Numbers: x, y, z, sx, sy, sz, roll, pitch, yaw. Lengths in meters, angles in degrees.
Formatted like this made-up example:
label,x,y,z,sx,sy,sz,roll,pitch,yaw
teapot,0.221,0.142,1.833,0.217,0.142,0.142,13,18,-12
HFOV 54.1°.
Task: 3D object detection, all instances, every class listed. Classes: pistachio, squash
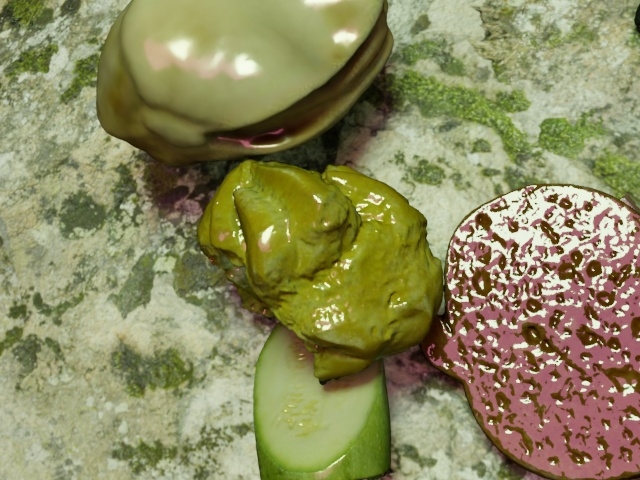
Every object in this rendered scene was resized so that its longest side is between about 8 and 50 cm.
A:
label,x,y,z,sx,sy,sz,roll,pitch,yaw
pistachio,-0.105,-0.264,0.877,0.445,0.281,0.365,-30,53,-4
squash,-0.004,0.188,0.844,0.189,0.189,0.260,-9,75,12

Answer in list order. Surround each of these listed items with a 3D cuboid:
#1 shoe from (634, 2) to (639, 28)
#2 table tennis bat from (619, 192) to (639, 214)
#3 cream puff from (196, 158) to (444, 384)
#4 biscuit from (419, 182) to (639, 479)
label,x,y,z,sx,sy,sz,roll,pitch,yaw
shoe,0.610,-0.430,0.905,0.171,0.132,0.336,30,85,15
table tennis bat,0.462,-0.007,0.819,0.107,0.119,0.170,-34,71,0
cream puff,0.009,0.000,0.835,0.274,0.270,0.323,-34,40,-23
biscuit,0.307,0.119,0.845,0.350,0.070,0.394,-8,75,20
